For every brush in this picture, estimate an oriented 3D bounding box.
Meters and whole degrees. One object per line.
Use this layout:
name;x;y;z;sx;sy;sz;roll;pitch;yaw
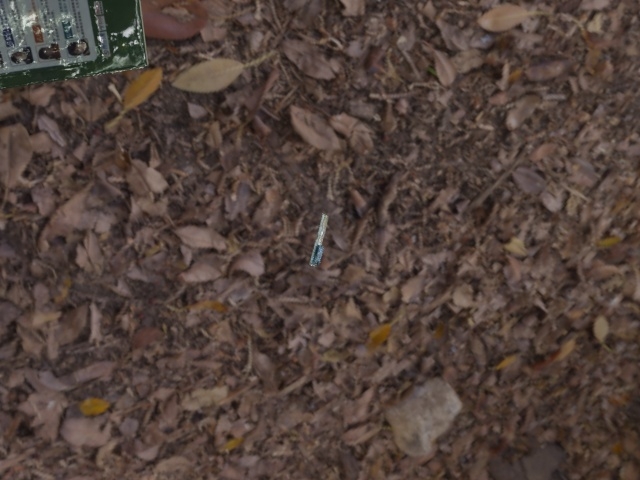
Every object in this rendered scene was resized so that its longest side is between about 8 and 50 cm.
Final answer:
brush;0.000;0.000;1.169;0.016;0.013;0.083;24;76;-48

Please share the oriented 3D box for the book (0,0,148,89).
book;-0.323;-0.254;0.792;0.264;0.027;0.202;-14;134;-18
